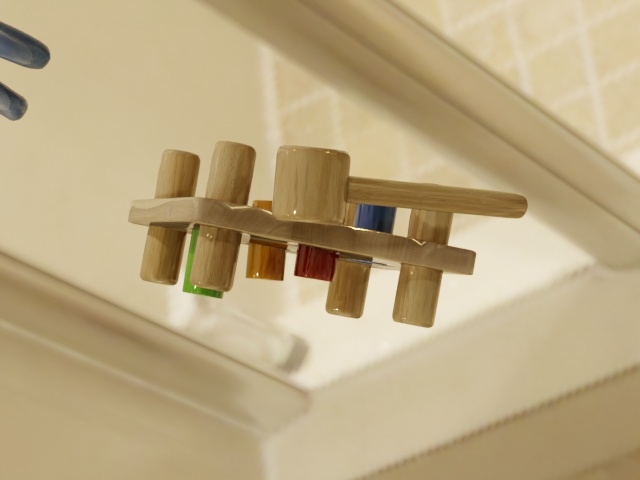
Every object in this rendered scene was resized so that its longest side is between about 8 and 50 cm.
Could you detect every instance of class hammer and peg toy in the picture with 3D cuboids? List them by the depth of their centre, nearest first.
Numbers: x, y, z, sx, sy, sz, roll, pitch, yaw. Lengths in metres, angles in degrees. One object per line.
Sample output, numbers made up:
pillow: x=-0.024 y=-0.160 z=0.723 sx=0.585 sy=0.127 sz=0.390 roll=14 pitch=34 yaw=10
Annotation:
hammer and peg toy: x=0.000 y=0.000 z=1.709 sx=0.361 sy=0.266 sz=0.127 roll=-178 pitch=99 yaw=-71

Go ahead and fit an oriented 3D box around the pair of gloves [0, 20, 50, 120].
pair of gloves: x=-0.205 y=-0.061 z=0.771 sx=0.198 sy=0.159 sz=0.023 roll=-49 pitch=10 yaw=28
